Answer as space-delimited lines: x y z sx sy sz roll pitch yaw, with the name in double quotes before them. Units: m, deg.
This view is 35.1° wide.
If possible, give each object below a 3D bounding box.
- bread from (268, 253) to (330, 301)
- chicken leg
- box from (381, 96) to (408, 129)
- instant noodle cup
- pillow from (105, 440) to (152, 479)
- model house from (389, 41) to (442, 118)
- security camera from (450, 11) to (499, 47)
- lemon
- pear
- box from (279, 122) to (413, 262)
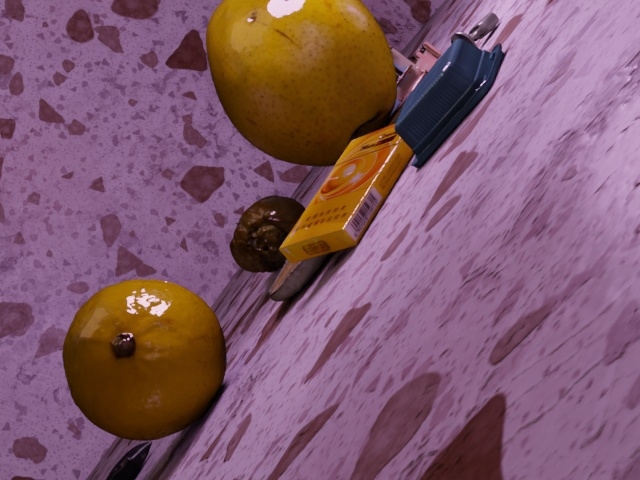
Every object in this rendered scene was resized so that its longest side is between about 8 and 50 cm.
"bread" 0.000 0.000 1.739 0.267 0.040 0.267 -53 5 7
"chicken leg" -0.105 -0.002 2.251 0.201 0.153 0.429 -41 -4 -8
"box" 0.148 -0.221 1.940 0.132 0.034 0.235 -55 5 -30
"instant noodle cup" 0.174 -0.204 1.428 0.179 0.070 0.157 -48 9 35
"pillow" -0.409 0.481 2.095 0.150 0.048 0.090 -53 7 23
"model house" 0.084 -0.352 2.245 0.326 0.244 0.169 -53 1 -10
"security camera" 0.271 -0.354 1.730 0.092 0.058 0.058 -42 0 -25
"lemon" -0.300 0.203 1.742 0.297 0.297 0.297 -52 5 7
"pear" -0.041 -0.341 1.999 0.362 0.418 0.362 -37 -16 -12
"box" 0.053 -0.080 1.582 0.152 0.043 0.269 -14 33 47
